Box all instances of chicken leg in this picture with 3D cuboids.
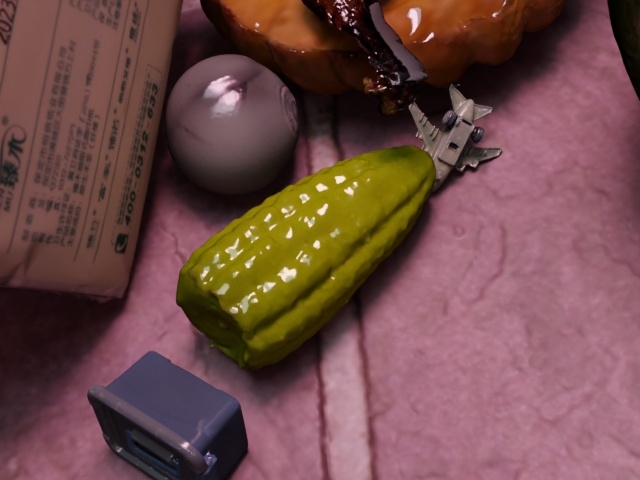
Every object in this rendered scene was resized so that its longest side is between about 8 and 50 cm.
[{"bbox_3d":[0.033,-0.194,0.717,0.105,0.051,0.253,-1,58,8],"label":"chicken leg"}]

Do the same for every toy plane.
[{"bbox_3d":[0.097,-0.073,0.741,0.080,0.033,0.083,26,86,-14],"label":"toy plane"}]

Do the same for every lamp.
[{"bbox_3d":[-0.067,-0.087,0.754,0.105,0.105,0.105,-6,55,9],"label":"lamp"}]

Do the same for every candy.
[{"bbox_3d":[0.000,0.000,0.690,0.209,0.097,0.096,-38,56,-20],"label":"candy"}]

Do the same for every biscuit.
[{"bbox_3d":[0.059,-0.236,0.828,0.325,0.107,0.326,-5,53,7],"label":"biscuit"}]

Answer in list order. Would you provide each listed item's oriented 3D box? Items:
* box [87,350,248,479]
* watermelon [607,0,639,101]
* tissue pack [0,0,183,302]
[{"bbox_3d":[-0.094,0.120,0.644,0.099,0.074,0.054,26,52,27],"label":"box"},{"bbox_3d":[0.347,-0.174,0.581,0.363,0.363,0.363,-6,55,9],"label":"watermelon"},{"bbox_3d":[-0.233,-0.162,0.649,0.207,0.297,0.381,10,86,19],"label":"tissue pack"}]
